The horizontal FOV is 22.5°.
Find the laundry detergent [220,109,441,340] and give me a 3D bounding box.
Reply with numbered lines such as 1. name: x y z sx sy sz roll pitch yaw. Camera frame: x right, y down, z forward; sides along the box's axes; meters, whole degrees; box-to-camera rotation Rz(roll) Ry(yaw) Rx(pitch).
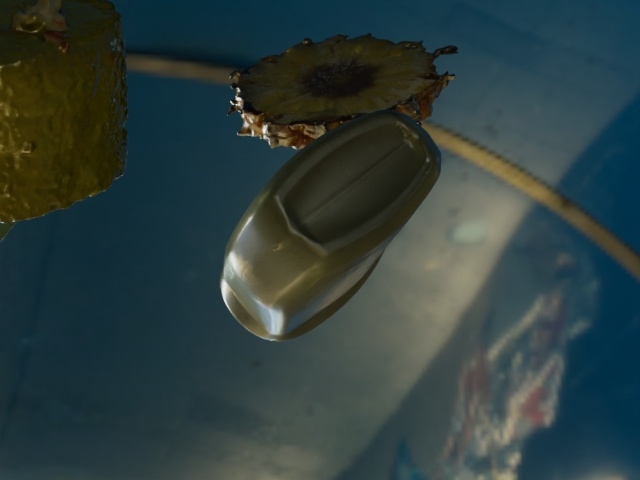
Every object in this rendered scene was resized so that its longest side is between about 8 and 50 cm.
1. laundry detergent: 0.000 0.000 1.255 0.181 0.091 0.253 -40 -8 -21

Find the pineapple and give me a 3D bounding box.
1. pineapple: 0.023 -0.135 1.471 0.221 0.221 0.047 -5 -60 7

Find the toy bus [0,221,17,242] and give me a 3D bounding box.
1. toy bus: -0.397 0.027 1.419 0.165 0.276 0.133 45 -34 -13

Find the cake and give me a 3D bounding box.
1. cake: -0.270 -0.118 1.162 0.260 0.179 0.156 20 -61 32
